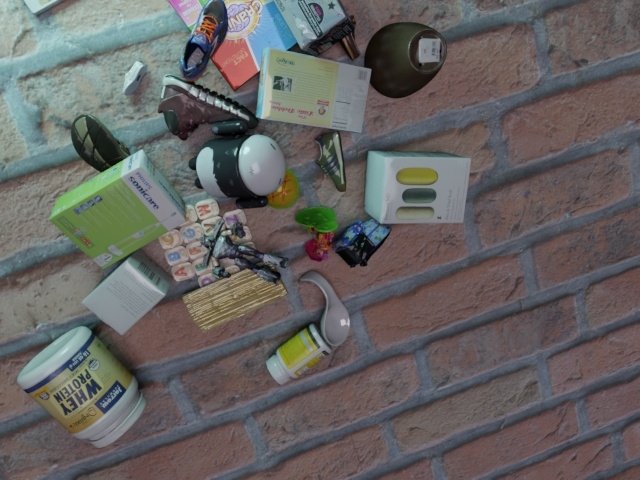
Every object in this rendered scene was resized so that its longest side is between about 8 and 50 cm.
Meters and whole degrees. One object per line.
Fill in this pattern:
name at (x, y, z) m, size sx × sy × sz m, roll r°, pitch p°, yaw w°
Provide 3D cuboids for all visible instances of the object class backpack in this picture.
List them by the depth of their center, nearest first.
backpack at (0.136, -0.007, 1.402) m, size 0.117 × 0.158 × 0.173 m, roll 46°, pitch 79°, yaw -4°

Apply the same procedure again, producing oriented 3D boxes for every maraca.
maraca at (-0.147, -0.176, 1.330) m, size 0.185 × 0.099 × 0.127 m, roll 39°, pitch 94°, yaw 6°

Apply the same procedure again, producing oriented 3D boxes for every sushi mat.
sushi mat at (-0.276, 0.180, 1.433) m, size 0.316 × 0.019 × 0.152 m, roll -23°, pitch 115°, yaw -6°

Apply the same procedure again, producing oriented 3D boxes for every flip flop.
flip flop at (-0.580, -0.238, 1.244) m, size 0.112 × 0.080 × 0.277 m, roll -34°, pitch 126°, yaw 12°

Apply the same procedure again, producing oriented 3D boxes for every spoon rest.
spoon rest at (0.027, 0.230, 1.473) m, size 0.137 × 0.084 × 0.277 m, roll -41°, pitch 112°, yaw -39°

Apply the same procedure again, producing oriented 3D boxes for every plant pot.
plant pot at (0.257, -0.518, 1.232) m, size 0.215 × 0.230 × 0.216 m, roll -3°, pitch 106°, yaw -10°

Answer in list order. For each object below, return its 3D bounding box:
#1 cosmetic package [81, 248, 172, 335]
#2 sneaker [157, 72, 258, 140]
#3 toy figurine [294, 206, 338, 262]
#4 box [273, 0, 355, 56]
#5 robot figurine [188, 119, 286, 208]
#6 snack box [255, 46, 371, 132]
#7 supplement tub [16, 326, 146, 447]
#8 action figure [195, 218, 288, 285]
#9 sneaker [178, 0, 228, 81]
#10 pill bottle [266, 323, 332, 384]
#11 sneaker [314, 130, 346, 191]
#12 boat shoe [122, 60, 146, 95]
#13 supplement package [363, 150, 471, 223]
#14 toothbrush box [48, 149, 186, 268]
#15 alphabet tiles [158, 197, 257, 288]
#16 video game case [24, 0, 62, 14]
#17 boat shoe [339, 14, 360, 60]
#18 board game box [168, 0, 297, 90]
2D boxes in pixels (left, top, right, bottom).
cosmetic package at (-0.571, 0.149, 1.314) m, size 0.183 × 0.151 × 0.151 m, roll -41°, pitch 108°, yaw 3°
sneaker at (-0.330, -0.345, 1.254) m, size 0.281 × 0.106 × 0.163 m, roll 25°, pitch 110°, yaw -10°
toy figurine at (0.000, 0.000, 1.385) m, size 0.130 × 0.173 × 0.159 m, roll -18°, pitch 123°, yaw -23°
box at (-0.036, -0.635, 1.137) m, size 0.142 × 0.163 × 0.247 m, roll -30°, pitch 97°, yaw 19°
robot figurine at (-0.230, -0.207, 1.231) m, size 0.277 × 0.209 × 0.174 m, roll 0°, pitch 67°, yaw 27°
snack box at (-0.017, -0.425, 1.260) m, size 0.321 × 0.060 × 0.187 m, roll 2°, pitch 107°, yaw -25°
supplement tub at (-0.711, 0.448, 1.335) m, size 0.228 × 0.228 × 0.316 m, roll -34°, pitch 109°, yaw 0°
action figure at (-0.245, 0.043, 1.346) m, size 0.284 × 0.099 × 0.186 m, roll 21°, pitch 104°, yaw -8°
sneaker at (-0.301, -0.519, 1.135) m, size 0.083 × 0.087 × 0.221 m, roll 23°, pitch 101°, yaw -16°
pill bottle at (-0.074, 0.390, 1.493) m, size 0.208 × 0.119 × 0.119 m, roll -36°, pitch 109°, yaw 1°
sneaker at (0.029, -0.242, 1.364) m, size 0.086 × 0.064 × 0.192 m, roll -5°, pitch 115°, yaw 10°
boat shoe at (-0.524, -0.451, 1.214) m, size 0.035 × 0.035 × 0.100 m, roll 38°, pitch 101°, yaw 9°
supplement package at (0.288, -0.169, 1.355) m, size 0.262 × 0.198 × 0.200 m, roll -1°, pitch 107°, yaw -10°
toothbrush box at (-0.557, -0.085, 1.230) m, size 0.283 × 0.122 × 0.206 m, roll -29°, pitch 128°, yaw 4°
alphabet tiles at (-0.353, 0.016, 1.385) m, size 0.277 × 0.021 × 0.284 m, roll -17°, pitch 109°, yaw -5°
video game case at (-0.692, -0.725, 1.104) m, size 0.226 × 0.026 × 0.207 m, roll -30°, pitch 109°, yaw -1°
boat shoe at (0.064, -0.622, 1.247) m, size 0.073 × 0.073 × 0.207 m, roll -32°, pitch 109°, yaw 6°
board game box at (-0.241, -0.616, 1.198) m, size 0.242 × 0.064 × 0.317 m, roll -37°, pitch 109°, yaw 2°
